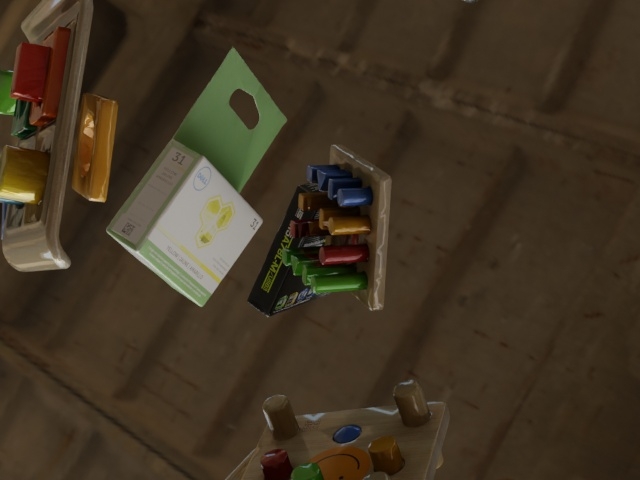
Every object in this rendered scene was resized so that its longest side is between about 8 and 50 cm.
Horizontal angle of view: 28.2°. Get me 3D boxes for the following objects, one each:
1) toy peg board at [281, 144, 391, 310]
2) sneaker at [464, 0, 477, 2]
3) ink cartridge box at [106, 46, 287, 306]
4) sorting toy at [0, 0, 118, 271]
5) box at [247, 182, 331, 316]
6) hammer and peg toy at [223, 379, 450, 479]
[{"bbox_3d":[0.013,-0.016,1.497,0.161,0.079,0.161,-140,-131,-63],"label":"toy peg board"},{"bbox_3d":[0.217,-0.512,1.404,0.447,0.257,0.169,-51,-174,11],"label":"sneaker"},{"bbox_3d":[-0.110,-0.063,1.358,0.056,0.171,0.235,31,-100,28],"label":"ink cartridge box"},{"bbox_3d":[-0.210,-0.077,0.912,0.347,0.047,0.196,174,-80,-66],"label":"sorting toy"},{"bbox_3d":[0.000,0.000,1.696,0.045,0.190,0.184,37,-64,21],"label":"box"},{"bbox_3d":[-0.030,0.292,1.584,0.361,0.127,0.266,-9,-154,22],"label":"hammer and peg toy"}]
